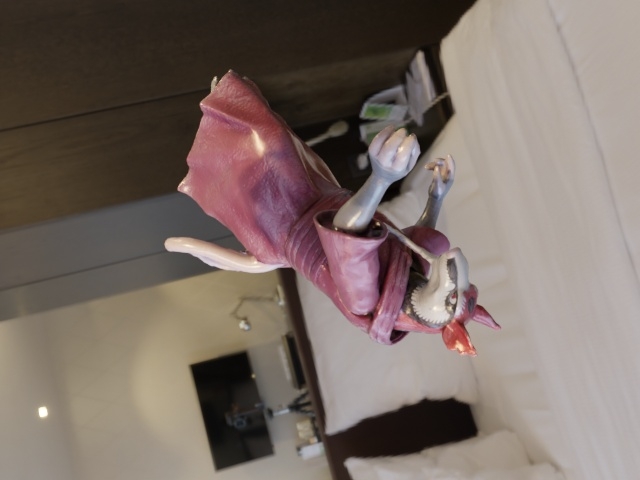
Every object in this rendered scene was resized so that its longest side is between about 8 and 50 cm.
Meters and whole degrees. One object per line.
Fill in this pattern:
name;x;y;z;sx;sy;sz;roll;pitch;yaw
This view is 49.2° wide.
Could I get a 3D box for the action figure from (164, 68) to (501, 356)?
action figure;0.000;0.000;0.667;0.370;0.276;0.248;43;-167;30
